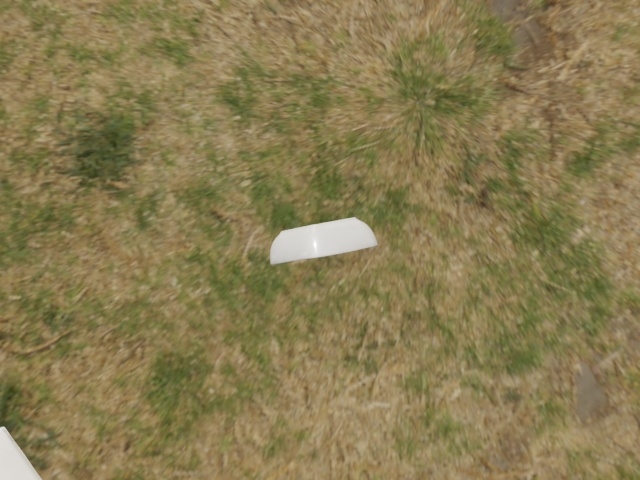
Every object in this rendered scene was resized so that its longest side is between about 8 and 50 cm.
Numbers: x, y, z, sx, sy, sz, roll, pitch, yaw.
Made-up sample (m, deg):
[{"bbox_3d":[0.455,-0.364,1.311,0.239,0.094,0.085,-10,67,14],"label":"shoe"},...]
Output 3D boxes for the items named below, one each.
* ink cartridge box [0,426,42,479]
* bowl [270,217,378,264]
[{"bbox_3d":[-0.387,0.291,1.015,0.237,0.172,0.100,-32,93,37],"label":"ink cartridge box"},{"bbox_3d":[0.000,0.000,1.697,0.142,0.142,0.053,-12,91,-37],"label":"bowl"}]
